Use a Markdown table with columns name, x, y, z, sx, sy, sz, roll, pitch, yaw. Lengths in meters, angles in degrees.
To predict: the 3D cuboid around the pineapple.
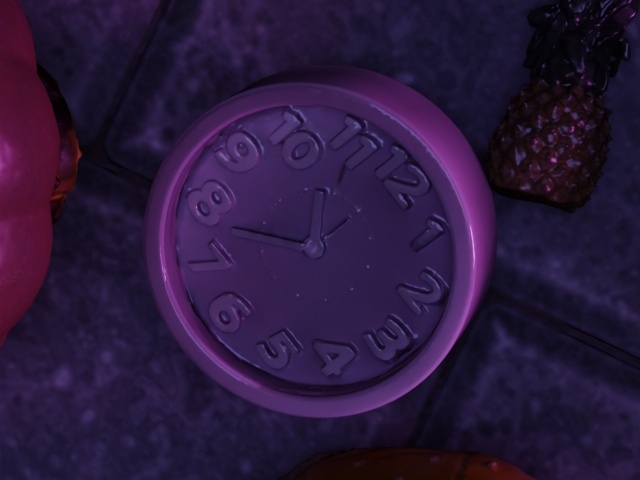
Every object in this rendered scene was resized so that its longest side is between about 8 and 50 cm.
| name | x | y | z | sx | sy | sz | roll | pitch | yaw |
| --- | --- | --- | --- | --- | --- | --- | --- | --- | --- |
| pineapple | 0.145 | -0.099 | 1.149 | 0.074 | 0.074 | 0.159 | 16 | 89 | 2 |

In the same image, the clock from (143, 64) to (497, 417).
| name | x | y | z | sx | sy | sz | roll | pitch | yaw |
| --- | --- | --- | --- | --- | --- | --- | --- | --- | --- |
| clock | 0.000 | 0.000 | 1.141 | 0.197 | 0.068 | 0.197 | 4 | 104 | 15 |

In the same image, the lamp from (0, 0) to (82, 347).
| name | x | y | z | sx | sy | sz | roll | pitch | yaw |
| --- | --- | --- | --- | --- | --- | --- | --- | --- | --- |
| lamp | -0.257 | -0.045 | 1.092 | 0.305 | 0.240 | 0.305 | 4 | 96 | 46 |

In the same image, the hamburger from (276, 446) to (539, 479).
| name | x | y | z | sx | sy | sz | roll | pitch | yaw |
| --- | --- | --- | --- | --- | --- | --- | --- | --- | --- |
| hamburger | 0.040 | 0.245 | 1.149 | 0.243 | 0.146 | 0.286 | 41 | 97 | 7 |
